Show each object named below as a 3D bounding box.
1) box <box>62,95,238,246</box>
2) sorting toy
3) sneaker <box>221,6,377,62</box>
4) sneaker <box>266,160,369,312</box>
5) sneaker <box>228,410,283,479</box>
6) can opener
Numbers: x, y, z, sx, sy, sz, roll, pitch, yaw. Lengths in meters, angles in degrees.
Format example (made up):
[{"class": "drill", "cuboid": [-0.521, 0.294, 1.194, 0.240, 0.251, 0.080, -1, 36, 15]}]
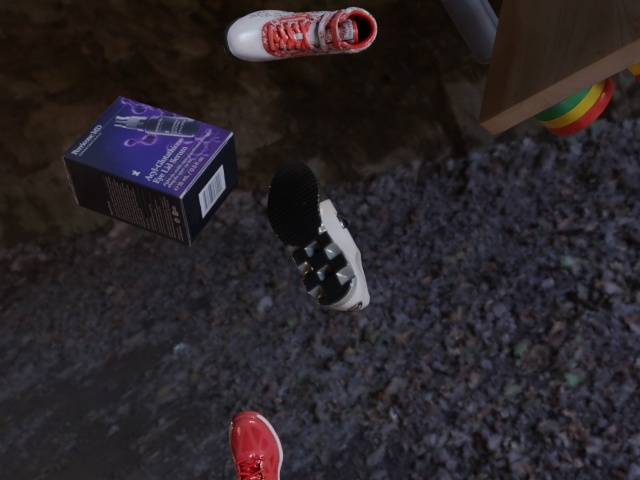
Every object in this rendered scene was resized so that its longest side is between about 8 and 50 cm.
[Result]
[{"class": "box", "cuboid": [-0.248, -0.105, 1.257, 0.207, 0.108, 0.153, 19, 52, 16]}, {"class": "sorting toy", "cuboid": [0.316, -0.244, 0.933, 0.255, 0.089, 0.257, -26, 37, 46]}, {"class": "sneaker", "cuboid": [-0.030, -0.372, 1.513, 0.270, 0.090, 0.145, -10, 12, -31]}, {"class": "sneaker", "cuboid": [0.000, 0.000, 1.630, 0.122, 0.146, 0.331, -30, 61, 17]}, {"class": "sneaker", "cuboid": [-0.100, 0.393, 1.355, 0.087, 0.221, 0.128, -13, 16, 4]}, {"class": "can opener", "cuboid": [0.258, -0.302, 1.209, 0.095, 0.283, 0.076, -19, 57, 24]}]
